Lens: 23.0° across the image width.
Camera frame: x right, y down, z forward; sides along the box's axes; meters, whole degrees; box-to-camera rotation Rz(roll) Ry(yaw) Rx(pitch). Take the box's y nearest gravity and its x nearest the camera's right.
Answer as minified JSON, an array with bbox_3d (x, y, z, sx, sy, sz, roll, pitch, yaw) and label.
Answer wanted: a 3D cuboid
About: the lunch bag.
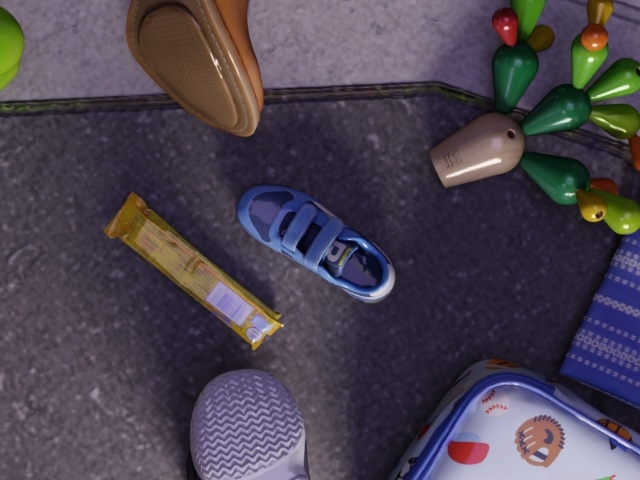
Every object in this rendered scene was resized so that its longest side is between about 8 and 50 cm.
[{"bbox_3d":[0.189,0.256,1.245,0.303,0.115,0.243,34,90,-5],"label":"lunch bag"}]

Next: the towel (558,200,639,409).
[{"bbox_3d":[0.355,-0.004,1.216,0.243,0.040,0.336,23,84,33],"label":"towel"}]

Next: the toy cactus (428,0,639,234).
[{"bbox_3d":[0.175,-0.090,1.242,0.180,0.112,0.219,-25,97,8],"label":"toy cactus"}]

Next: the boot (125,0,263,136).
[{"bbox_3d":[-0.071,-0.244,1.212,0.220,0.109,0.283,-52,127,-33],"label":"boot"}]

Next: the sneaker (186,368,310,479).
[{"bbox_3d":[-0.045,0.236,1.194,0.101,0.153,0.269,-5,80,-6],"label":"sneaker"}]

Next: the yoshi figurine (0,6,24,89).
[{"bbox_3d":[-0.405,-0.149,1.145,0.362,0.203,0.203,16,106,-8],"label":"yoshi figurine"}]

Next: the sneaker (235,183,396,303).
[{"bbox_3d":[0.000,0.000,1.244,0.144,0.059,0.053,30,91,-5],"label":"sneaker"}]

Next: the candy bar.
[{"bbox_3d":[-0.099,0.027,1.255,0.161,0.018,0.040,39,91,-6],"label":"candy bar"}]
